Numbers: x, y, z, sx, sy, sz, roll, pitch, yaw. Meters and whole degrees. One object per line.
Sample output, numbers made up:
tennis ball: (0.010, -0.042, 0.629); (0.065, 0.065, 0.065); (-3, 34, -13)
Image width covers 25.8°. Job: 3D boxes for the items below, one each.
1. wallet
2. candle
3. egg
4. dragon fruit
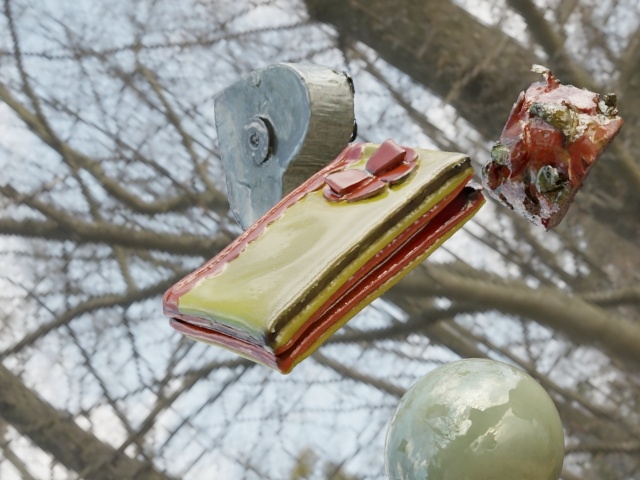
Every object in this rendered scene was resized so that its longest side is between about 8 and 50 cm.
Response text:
wallet: (0.000, 0.000, 1.076); (0.241, 0.141, 0.067); (-40, -54, -32)
candle: (-0.045, -0.108, 1.446); (0.068, 0.168, 0.192); (0, -57, -38)
egg: (0.162, 0.221, 1.479); (0.187, 0.186, 0.253); (-67, -11, 21)
dragon fruit: (0.204, -0.079, 1.295); (0.096, 0.102, 0.147); (-17, -48, -59)
